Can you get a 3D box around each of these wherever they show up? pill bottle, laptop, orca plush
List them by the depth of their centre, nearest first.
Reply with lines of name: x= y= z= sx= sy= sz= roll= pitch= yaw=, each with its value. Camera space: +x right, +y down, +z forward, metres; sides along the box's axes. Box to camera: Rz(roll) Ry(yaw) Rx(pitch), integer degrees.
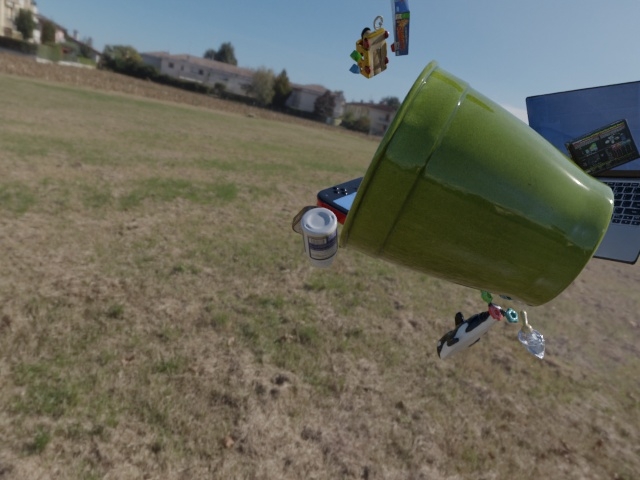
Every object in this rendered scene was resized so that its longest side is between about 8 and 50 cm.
pill bottle: x=0.000 y=0.000 z=1.172 sx=0.094 sy=0.169 sz=0.094 roll=-2 pitch=52 yaw=2
laptop: x=0.723 y=-0.193 z=1.233 sx=0.236 sy=0.407 sz=0.382 roll=35 pitch=-10 yaw=-31
orca plush: x=0.463 y=0.271 z=1.399 sx=0.151 sy=0.287 sz=0.102 roll=-7 pitch=53 yaw=-27

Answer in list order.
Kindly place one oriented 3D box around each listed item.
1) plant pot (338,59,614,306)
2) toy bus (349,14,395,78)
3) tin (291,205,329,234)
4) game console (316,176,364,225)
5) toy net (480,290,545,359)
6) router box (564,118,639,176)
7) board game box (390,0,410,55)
plant pot: x=0.274 y=-0.068 z=0.769 sx=0.353 sy=0.366 sz=0.366 roll=28 pitch=19 yaw=8
toy bus: x=0.178 y=-0.699 z=1.572 sx=0.191 sy=0.202 sz=0.104 roll=5 pitch=35 yaw=-48
tin: x=-0.029 y=-0.061 z=1.457 sx=0.106 sy=0.040 sz=0.190 roll=16 pitch=-24 yaw=-18
game console: x=0.212 y=-0.111 z=1.540 sx=0.387 sy=0.060 sz=0.342 roll=33 pitch=41 yaw=27
toy net: x=0.529 y=0.211 z=1.160 sx=0.122 sy=0.045 sz=0.232 roll=-18 pitch=70 yaw=-35
router box: x=0.627 y=-0.202 z=0.969 sx=0.123 sy=0.092 sz=0.038 roll=-23 pitch=7 yaw=20
board game box: x=0.195 y=-0.585 z=1.072 sx=0.035 sy=0.201 sz=0.136 roll=-4 pitch=-21 yaw=8
